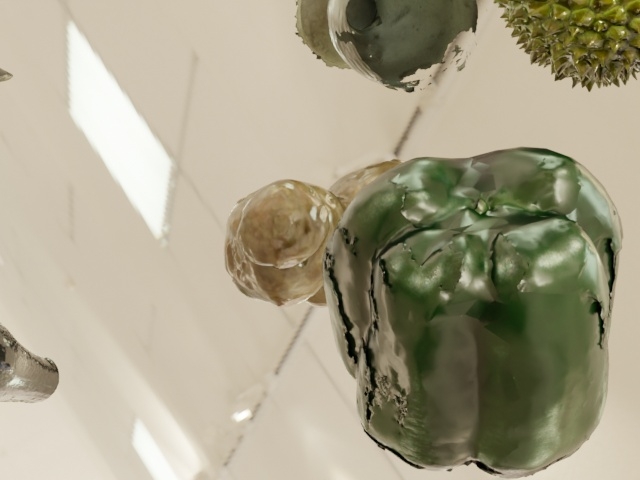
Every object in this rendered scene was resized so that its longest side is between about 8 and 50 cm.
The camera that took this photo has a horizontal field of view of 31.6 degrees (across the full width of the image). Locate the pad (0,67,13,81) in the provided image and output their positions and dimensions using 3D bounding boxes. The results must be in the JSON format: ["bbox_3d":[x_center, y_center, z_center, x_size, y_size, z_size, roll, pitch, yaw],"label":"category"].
[{"bbox_3d":[-0.481,-0.205,1.275,0.174,0.233,0.022,32,-63,11],"label":"pad"}]

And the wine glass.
[{"bbox_3d":[0.082,-0.313,1.564,0.190,0.190,0.357,67,-8,-19],"label":"wine glass"}]

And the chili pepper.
[{"bbox_3d":[0.136,0.056,0.946,0.257,0.248,0.233,85,-8,-47],"label":"chili pepper"}]

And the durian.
[{"bbox_3d":[0.290,-0.268,1.090,0.225,0.291,0.291,60,-22,4],"label":"durian"}]

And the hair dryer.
[{"bbox_3d":[-0.251,0.154,0.749,0.075,0.219,0.195,11,-13,15],"label":"hair dryer"}]

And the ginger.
[{"bbox_3d":[0.000,0.000,1.359,0.244,0.304,0.155,-34,-109,42],"label":"ginger"}]
